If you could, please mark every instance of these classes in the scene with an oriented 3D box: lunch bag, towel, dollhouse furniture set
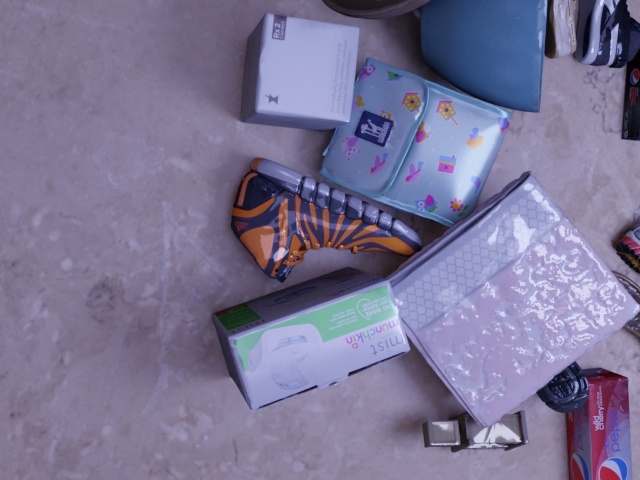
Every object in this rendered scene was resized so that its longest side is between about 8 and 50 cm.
[{"bbox_3d":[0.151,-0.161,1.445,0.262,0.160,0.223,21,99,-9],"label":"lunch bag"},{"bbox_3d":[0.307,0.101,1.420,0.332,0.053,0.317,-39,102,7],"label":"towel"},{"bbox_3d":[0.257,0.292,1.547,0.182,0.101,0.161,2,68,-12],"label":"dollhouse furniture set"}]

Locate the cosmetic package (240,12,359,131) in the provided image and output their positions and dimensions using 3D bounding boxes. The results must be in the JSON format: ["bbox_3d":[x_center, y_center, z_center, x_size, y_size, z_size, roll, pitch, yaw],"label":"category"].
[{"bbox_3d":[-0.038,-0.262,1.386,0.151,0.184,0.151,5,92,-13],"label":"cosmetic package"}]

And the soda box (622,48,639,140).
[{"bbox_3d":[0.599,-0.269,1.594,0.053,0.060,0.169,2,92,-14],"label":"soda box"}]

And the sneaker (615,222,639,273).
[{"bbox_3d":[0.659,0.051,1.610,0.225,0.088,0.093,43,82,-12],"label":"sneaker"}]

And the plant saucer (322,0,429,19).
[{"bbox_3d":[0.125,-0.455,1.397,0.278,0.278,0.041,-46,136,-7],"label":"plant saucer"}]

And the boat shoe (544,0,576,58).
[{"bbox_3d":[0.427,-0.413,1.551,0.059,0.063,0.170,-9,101,-18],"label":"boat shoe"}]

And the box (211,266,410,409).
[{"bbox_3d":[-0.024,0.150,1.387,0.262,0.231,0.126,-18,97,-11],"label":"box"}]

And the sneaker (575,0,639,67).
[{"bbox_3d":[0.537,-0.421,1.569,0.121,0.079,0.217,5,100,-16],"label":"sneaker"}]

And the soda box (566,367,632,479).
[{"bbox_3d":[0.511,0.373,1.590,0.083,0.092,0.263,-5,94,-12],"label":"soda box"}]

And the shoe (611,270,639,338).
[{"bbox_3d":[0.593,0.137,1.621,0.076,0.058,0.219,-43,98,13],"label":"shoe"}]

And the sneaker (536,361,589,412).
[{"bbox_3d":[0.378,0.173,1.548,0.109,0.130,0.286,-26,77,12],"label":"sneaker"}]

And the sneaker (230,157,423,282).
[{"bbox_3d":[0.000,0.000,1.453,0.321,0.124,0.180,23,92,-2],"label":"sneaker"}]

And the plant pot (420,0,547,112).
[{"bbox_3d":[0.271,-0.360,1.428,0.195,0.290,0.290,4,92,15],"label":"plant pot"}]
